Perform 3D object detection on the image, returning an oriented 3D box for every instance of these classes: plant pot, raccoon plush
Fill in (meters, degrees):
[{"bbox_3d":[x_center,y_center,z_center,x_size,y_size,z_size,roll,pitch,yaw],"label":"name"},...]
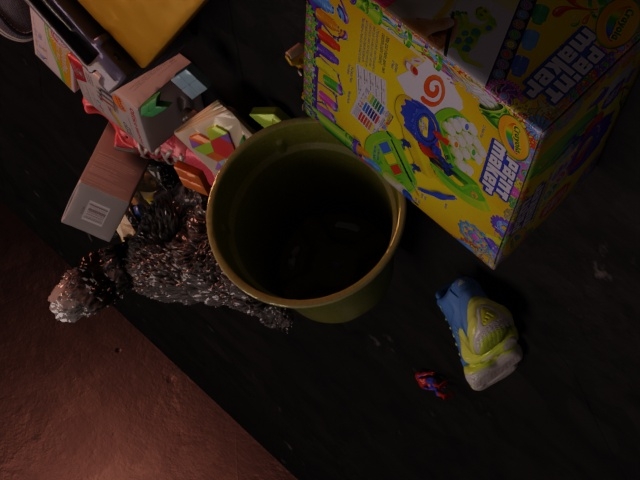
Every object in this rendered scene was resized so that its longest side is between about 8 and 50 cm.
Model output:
[{"bbox_3d":[0.000,0.000,1.846,0.276,0.276,0.254,40,171,20],"label":"plant pot"},{"bbox_3d":[-0.234,0.101,2.282,0.216,0.446,0.299,43,-169,-47],"label":"raccoon plush"}]

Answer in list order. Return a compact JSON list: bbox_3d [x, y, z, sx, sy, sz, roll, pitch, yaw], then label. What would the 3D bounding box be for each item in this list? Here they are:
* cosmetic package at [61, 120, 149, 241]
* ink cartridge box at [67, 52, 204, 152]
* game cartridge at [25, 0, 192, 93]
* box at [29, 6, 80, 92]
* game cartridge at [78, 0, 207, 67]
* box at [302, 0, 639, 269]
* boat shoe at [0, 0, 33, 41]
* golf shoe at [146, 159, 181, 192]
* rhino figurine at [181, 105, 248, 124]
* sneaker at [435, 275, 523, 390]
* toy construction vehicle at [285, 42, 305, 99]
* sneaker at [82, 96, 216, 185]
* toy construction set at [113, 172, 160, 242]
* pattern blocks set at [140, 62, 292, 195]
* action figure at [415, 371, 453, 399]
[{"bbox_3d":[-0.365,-0.130,2.304,0.107,0.238,0.127,23,135,-11],"label":"cosmetic package"},{"bbox_3d":[-0.301,-0.260,2.123,0.176,0.127,0.128,37,159,24],"label":"ink cartridge box"},{"bbox_3d":[-0.356,-0.389,1.870,0.355,0.230,0.068,48,125,-4],"label":"game cartridge"},{"bbox_3d":[-0.416,-0.360,2.194,0.103,0.114,0.203,44,160,7],"label":"box"},{"bbox_3d":[-0.270,-0.418,1.685,0.323,0.052,0.285,47,139,-7],"label":"game cartridge"},{"bbox_3d":[0.141,-0.168,1.271,0.279,0.177,0.290,42,160,16],"label":"box"},{"bbox_3d":[-0.563,-0.476,2.249,0.158,0.127,0.340,37,160,49],"label":"boat shoe"},{"bbox_3d":[-0.272,-0.124,2.447,0.198,0.077,0.094,42,173,36],"label":"golf shoe"},{"bbox_3d":[-0.124,-0.126,2.098,0.106,0.073,0.243,16,147,50],"label":"rhino figurine"},{"bbox_3d":[0.227,0.124,1.861,0.126,0.091,0.240,59,168,27],"label":"sneaker"},{"bbox_3d":[0.002,-0.215,1.625,0.098,0.086,0.035,52,167,-18],"label":"toy construction vehicle"},{"bbox_3d":[-0.286,-0.179,2.243,0.314,0.136,0.116,43,162,11],"label":"sneaker"},{"bbox_3d":[-0.322,-0.030,2.545,0.327,0.151,0.215,46,-158,0],"label":"toy construction set"},{"bbox_3d":[-0.131,-0.130,2.009,0.325,0.026,0.285,36,143,-12],"label":"pattern blocks set"},{"bbox_3d":[0.193,0.247,2.237,0.038,0.030,0.115,59,163,-18],"label":"action figure"}]
